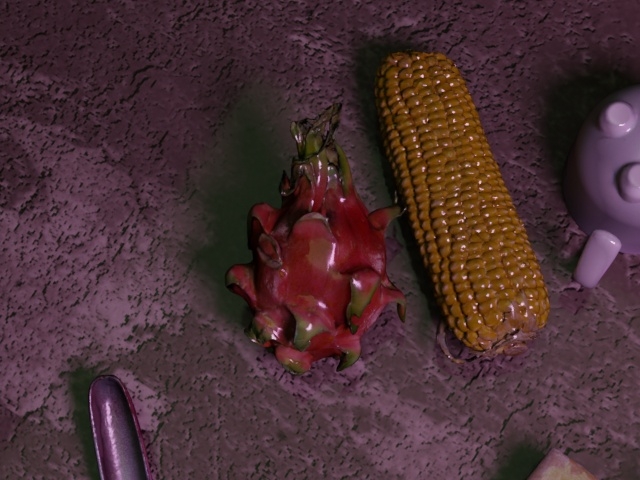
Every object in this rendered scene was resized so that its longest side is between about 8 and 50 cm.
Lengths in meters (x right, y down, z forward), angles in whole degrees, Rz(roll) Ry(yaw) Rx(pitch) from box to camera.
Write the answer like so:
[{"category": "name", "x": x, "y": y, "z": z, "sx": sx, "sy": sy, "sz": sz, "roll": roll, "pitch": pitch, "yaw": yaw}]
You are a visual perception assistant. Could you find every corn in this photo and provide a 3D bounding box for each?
[{"category": "corn", "x": 0.120, "y": -0.035, "z": 1.454, "sx": 0.106, "sy": 0.106, "sz": 0.293, "roll": -17, "pitch": 73, "yaw": -2}]

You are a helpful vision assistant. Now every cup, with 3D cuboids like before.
[{"category": "cup", "x": 0.267, "y": -0.058, "z": 1.428, "sx": 0.173, "sy": 0.142, "sz": 0.134, "roll": -30, "pitch": 78, "yaw": -5}]

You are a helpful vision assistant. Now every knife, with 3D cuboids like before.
[{"category": "knife", "x": -0.168, "y": 0.255, "z": 1.410, "sx": 0.123, "sy": 0.053, "sz": 0.278, "roll": -12, "pitch": 75, "yaw": 4}]

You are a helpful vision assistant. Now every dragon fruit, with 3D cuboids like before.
[{"category": "dragon fruit", "x": 0.004, "y": 0.001, "z": 1.408, "sx": 0.135, "sy": 0.137, "sz": 0.236, "roll": 10, "pitch": 93, "yaw": 33}]

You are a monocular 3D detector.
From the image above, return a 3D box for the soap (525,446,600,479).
[{"category": "soap", "x": 0.178, "y": 0.305, "z": 1.375, "sx": 0.140, "sy": 0.073, "sz": 0.232, "roll": 37, "pitch": 81, "yaw": 14}]
